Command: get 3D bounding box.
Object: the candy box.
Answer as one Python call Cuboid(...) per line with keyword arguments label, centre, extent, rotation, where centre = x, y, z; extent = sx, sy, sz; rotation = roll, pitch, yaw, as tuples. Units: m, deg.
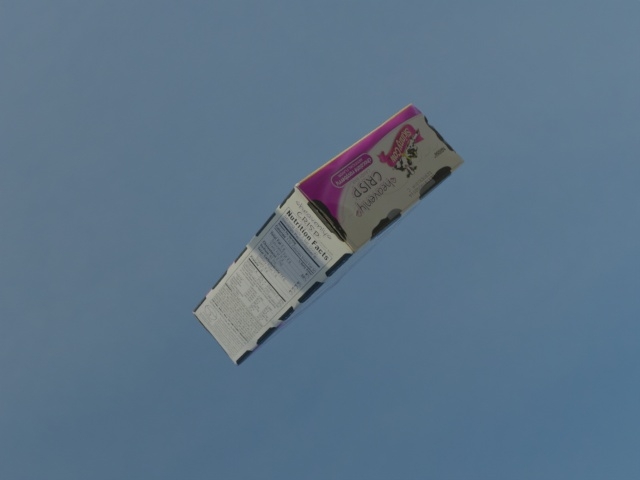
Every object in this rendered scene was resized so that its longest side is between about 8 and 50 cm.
Cuboid(label="candy box", centre=(0.000, 0.000, 0.806), extent=(0.071, 0.233, 0.159), rotation=(49, -130, 4))
